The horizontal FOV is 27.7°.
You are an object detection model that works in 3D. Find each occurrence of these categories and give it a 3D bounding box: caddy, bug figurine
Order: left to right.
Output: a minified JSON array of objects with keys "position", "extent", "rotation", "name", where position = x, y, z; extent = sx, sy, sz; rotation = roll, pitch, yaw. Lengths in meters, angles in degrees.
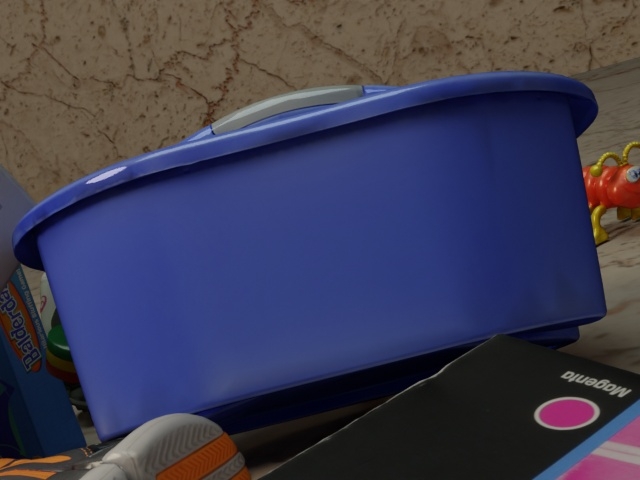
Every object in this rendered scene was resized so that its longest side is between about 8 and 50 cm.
[{"position":[0.000,0.000,0.742],"extent":[0.341,0.179,0.241],"rotation":[-14,-11,1],"name":"caddy"},{"position":[0.137,-0.009,1.072],"extent":[0.279,0.072,0.216],"rotation":[-23,11,-29],"name":"bug figurine"}]

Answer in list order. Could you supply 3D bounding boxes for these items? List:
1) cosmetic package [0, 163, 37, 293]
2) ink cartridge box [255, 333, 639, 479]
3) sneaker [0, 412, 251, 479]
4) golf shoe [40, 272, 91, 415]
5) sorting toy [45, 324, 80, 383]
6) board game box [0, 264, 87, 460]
[{"position":[-0.358,0.112,0.741],"extent":[0.284,0.097,0.377],"rotation":[-8,42,39],"name":"cosmetic package"},{"position":[0.006,0.141,0.383],"extent":[0.371,0.069,0.175],"rotation":[-28,29,-37],"name":"ink cartridge box"},{"position":[-0.175,0.170,0.548],"extent":[0.180,0.125,0.321],"rotation":[-17,-2,31],"name":"sneaker"},{"position":[-0.098,0.044,1.066],"extent":[0.272,0.120,0.105],"rotation":[-22,9,-33],"name":"golf shoe"},{"position":[-0.078,0.066,0.961],"extent":[0.274,0.046,0.132],"rotation":[-2,24,-26],"name":"sorting toy"},{"position":[-0.276,0.072,0.950],"extent":[0.160,0.210,0.047],"rotation":[-13,11,32],"name":"board game box"}]
